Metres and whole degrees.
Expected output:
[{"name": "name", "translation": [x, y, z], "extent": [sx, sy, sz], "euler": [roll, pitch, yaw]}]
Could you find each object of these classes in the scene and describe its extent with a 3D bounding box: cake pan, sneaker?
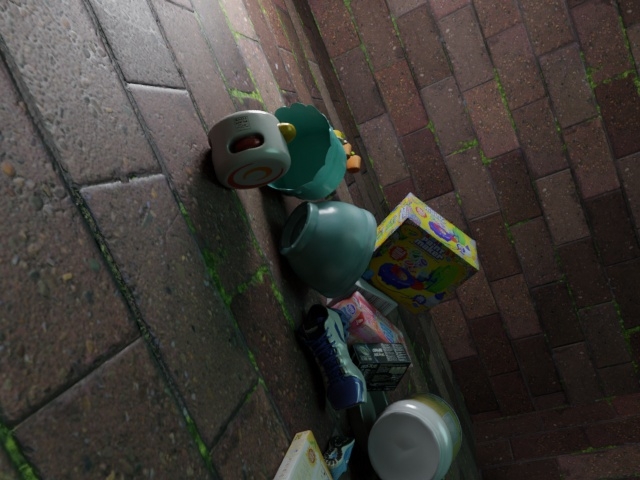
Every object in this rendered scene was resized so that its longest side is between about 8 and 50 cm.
[{"name": "cake pan", "translation": [0.164, 0.578, 1.464], "extent": [0.293, 0.054, 0.294], "euler": [54, 24, -39]}, {"name": "sneaker", "translation": [0.013, 0.311, 1.238], "extent": [0.182, 0.127, 0.316], "euler": [41, 27, -48]}, {"name": "sneaker", "translation": [0.047, 0.577, 1.164], "extent": [0.162, 0.063, 0.073], "euler": [-12, 100, -67]}]

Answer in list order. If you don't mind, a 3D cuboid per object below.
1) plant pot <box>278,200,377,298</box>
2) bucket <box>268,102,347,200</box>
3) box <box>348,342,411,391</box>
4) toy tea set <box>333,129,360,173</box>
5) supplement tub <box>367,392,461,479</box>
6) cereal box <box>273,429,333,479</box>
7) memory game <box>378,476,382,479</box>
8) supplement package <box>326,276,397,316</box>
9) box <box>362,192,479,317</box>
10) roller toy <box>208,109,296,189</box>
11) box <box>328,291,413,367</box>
[{"name": "plant pot", "translation": [0.000, 0.000, 1.305], "extent": [0.196, 0.293, 0.293], "euler": [27, 39, -25]}, {"name": "bucket", "translation": [-0.059, -0.263, 1.375], "extent": [0.183, 0.280, 0.282], "euler": [29, 44, -64]}, {"name": "box", "translation": [0.166, 0.396, 1.365], "extent": [0.078, 0.179, 0.148], "euler": [-111, -148, -49]}, {"name": "toy tea set", "translation": [0.054, -0.401, 1.917], "extent": [0.336, 0.199, 0.125], "euler": [36, 47, -58]}, {"name": "supplement tub", "translation": [0.290, 0.603, 1.334], "extent": [0.331, 0.240, 0.241], "euler": [26, 47, -63]}, {"name": "cereal box", "translation": [-0.039, 0.555, 0.936], "extent": [0.173, 0.047, 0.240], "euler": [68, 19, -5]}, {"name": "memory game", "translation": [0.267, 0.799, 1.393], "extent": [0.012, 0.186, 0.186], "euler": [-60, 147, -6]}, {"name": "supplement package", "translation": [0.146, 0.161, 1.567], "extent": [0.203, 0.149, 0.194], "euler": [28, 36, -19]}, {"name": "box", "translation": [0.320, 0.052, 1.474], "extent": [0.289, 0.279, 0.177], "euler": [35, 34, -8]}, {"name": "roller toy", "translation": [-0.179, -0.231, 1.107], "extent": [0.191, 0.209, 0.147], "euler": [0, 69, -49]}, {"name": "box", "translation": [0.163, 0.331, 1.470], "extent": [0.300, 0.142, 0.154], "euler": [44, 21, -32]}]
